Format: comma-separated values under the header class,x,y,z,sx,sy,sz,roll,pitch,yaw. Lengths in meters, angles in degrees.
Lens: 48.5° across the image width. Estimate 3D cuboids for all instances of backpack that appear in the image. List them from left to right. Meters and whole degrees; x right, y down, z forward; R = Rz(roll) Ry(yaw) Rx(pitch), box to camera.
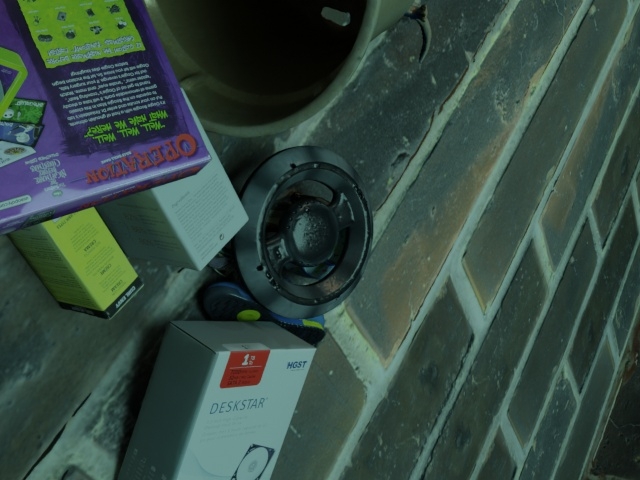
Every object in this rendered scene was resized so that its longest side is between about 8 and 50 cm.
class,x,y,z,sx,sy,sz,roll,pitch,yaw
backpack,0.000,0.000,1.032,0.105,0.084,0.114,23,82,-47

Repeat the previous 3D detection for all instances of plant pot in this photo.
class,x,y,z,sx,sy,sz,roll,pitch,yaw
plant pot,-0.032,-0.315,0.789,0.305,0.334,0.334,-41,127,-55

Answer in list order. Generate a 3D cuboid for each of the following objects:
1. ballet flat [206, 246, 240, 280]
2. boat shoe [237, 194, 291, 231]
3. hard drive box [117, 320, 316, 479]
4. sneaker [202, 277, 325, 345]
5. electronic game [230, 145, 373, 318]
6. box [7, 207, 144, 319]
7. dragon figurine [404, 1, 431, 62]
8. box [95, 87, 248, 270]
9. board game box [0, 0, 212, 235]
class,x,y,z,sx,sy,sz,roll,pitch,yaw
ballet flat,-0.111,0.032,0.940,0.114,0.041,0.041,20,80,-51
boat shoe,-0.094,-0.041,0.937,0.152,0.056,0.049,10,73,-51
hard drive box,-0.126,0.219,0.864,0.181,0.089,0.232,8,103,-52
sneaker,-0.079,0.085,0.976,0.209,0.069,0.082,23,42,-41
electronic game,-0.018,-0.010,0.936,0.229,0.048,0.229,-4,97,-38
box,-0.268,-0.028,0.688,0.058,0.087,0.232,-52,132,-35
dragon figurine,0.097,-0.390,1.087,0.289,0.144,0.085,50,54,-66
box,-0.179,-0.066,0.757,0.091,0.130,0.170,-49,132,-34
board game box,-0.280,-0.106,0.566,0.347,0.056,0.208,-22,83,-34
